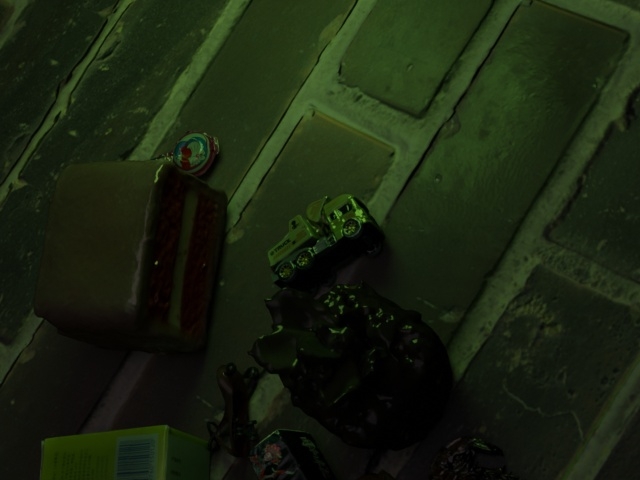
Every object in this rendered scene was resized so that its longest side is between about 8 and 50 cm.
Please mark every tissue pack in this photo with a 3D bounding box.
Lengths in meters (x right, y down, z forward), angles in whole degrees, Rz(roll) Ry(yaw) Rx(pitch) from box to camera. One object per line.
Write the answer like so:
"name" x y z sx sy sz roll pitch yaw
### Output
"tissue pack" -0.026 0.371 1.653 0.090 0.103 0.170 -43 58 14

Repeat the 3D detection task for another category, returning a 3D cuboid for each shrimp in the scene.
"shrimp" 0.230 0.325 1.582 0.161 0.034 0.091 1 71 27

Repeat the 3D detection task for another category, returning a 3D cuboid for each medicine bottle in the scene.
"medicine bottle" -0.313 0.382 1.769 0.250 0.137 0.141 -9 69 23

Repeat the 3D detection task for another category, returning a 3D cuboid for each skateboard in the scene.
"skateboard" -0.146 0.273 1.777 0.080 0.067 0.151 -15 69 31

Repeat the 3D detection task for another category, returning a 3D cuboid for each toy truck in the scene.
"toy truck" 0.000 0.000 1.791 0.191 0.085 0.116 -34 55 13

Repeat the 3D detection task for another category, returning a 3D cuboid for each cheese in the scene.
"cheese" -0.246 -0.148 1.992 0.145 0.038 0.095 -20 64 17

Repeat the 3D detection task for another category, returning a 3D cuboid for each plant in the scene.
"plant" 0.051 0.169 1.570 0.215 0.312 0.213 33 84 35

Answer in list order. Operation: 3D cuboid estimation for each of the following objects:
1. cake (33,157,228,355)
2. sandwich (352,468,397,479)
"cake" -0.310 0.029 1.847 0.230 0.237 0.309 -3 72 29
"sandwich" 0.130 0.409 1.496 0.065 0.214 0.186 -31 63 13
